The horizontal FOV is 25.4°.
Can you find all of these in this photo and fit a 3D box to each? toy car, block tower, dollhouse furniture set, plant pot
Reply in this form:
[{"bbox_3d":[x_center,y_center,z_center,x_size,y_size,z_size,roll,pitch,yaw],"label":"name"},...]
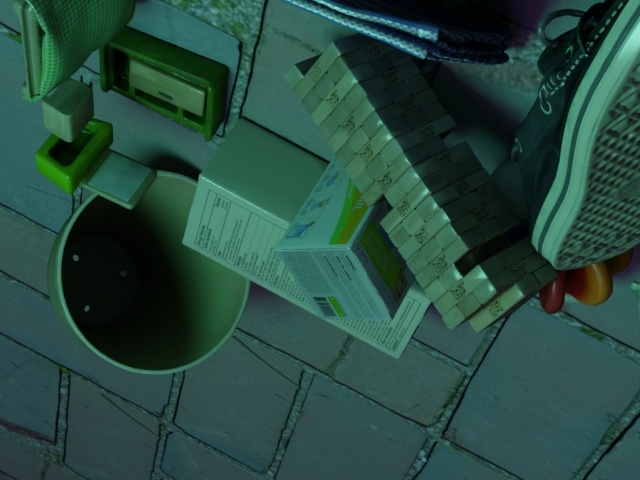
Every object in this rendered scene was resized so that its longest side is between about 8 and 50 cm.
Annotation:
[{"bbox_3d":[0.237,0.013,1.528,0.182,0.136,0.159,21,145,16],"label":"toy car"},{"bbox_3d":[0.100,-0.068,1.456,0.335,0.091,0.097,56,139,10],"label":"block tower"},{"bbox_3d":[-0.211,-0.193,1.560,0.151,0.197,0.301,25,146,11],"label":"dollhouse furniture set"},{"bbox_3d":[-0.264,0.047,1.897,0.256,0.256,0.274,44,160,-18],"label":"plant pot"}]

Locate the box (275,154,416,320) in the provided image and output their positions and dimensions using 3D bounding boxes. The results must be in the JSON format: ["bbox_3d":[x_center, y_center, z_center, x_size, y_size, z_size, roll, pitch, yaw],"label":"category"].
[{"bbox_3d":[0.057,-0.023,1.563,0.103,0.203,0.114,-1,133,38],"label":"box"}]

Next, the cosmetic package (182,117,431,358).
[{"bbox_3d":[0.000,0.000,1.719,0.309,0.113,0.160,30,146,4],"label":"cosmetic package"}]

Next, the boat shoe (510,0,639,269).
[{"bbox_3d":[0.273,-0.144,1.247,0.186,0.156,0.500,-14,156,-13],"label":"boat shoe"}]

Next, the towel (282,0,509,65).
[{"bbox_3d":[0.036,-0.218,1.287,0.243,0.336,0.040,24,102,14],"label":"towel"}]

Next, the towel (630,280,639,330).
[{"bbox_3d":[0.487,0.113,1.474,0.324,0.038,0.248,16,168,19],"label":"towel"}]
